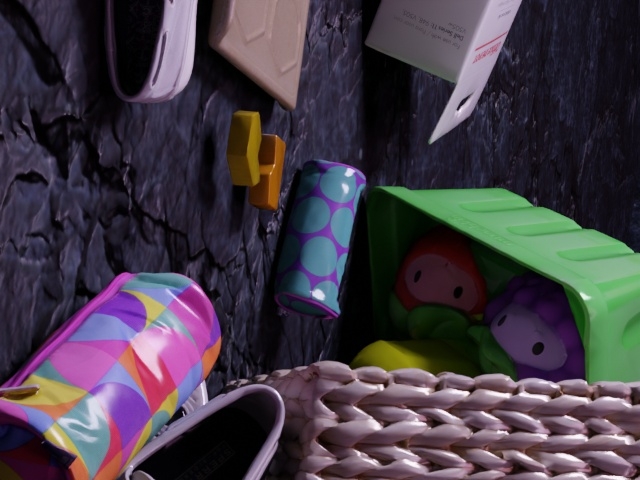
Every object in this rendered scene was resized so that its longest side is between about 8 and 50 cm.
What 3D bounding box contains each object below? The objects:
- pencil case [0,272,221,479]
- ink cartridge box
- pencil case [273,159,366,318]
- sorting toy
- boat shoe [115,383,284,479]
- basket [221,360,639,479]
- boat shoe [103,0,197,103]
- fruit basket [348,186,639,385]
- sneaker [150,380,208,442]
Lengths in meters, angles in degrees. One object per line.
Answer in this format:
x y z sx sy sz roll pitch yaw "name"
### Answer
-0.147 0.098 0.915 0.236 0.104 0.104 -48 138 -63 "pencil case"
0.161 -0.301 1.599 0.353 0.119 0.207 -69 168 21 "ink cartridge box"
0.000 0.000 1.373 0.070 0.065 0.151 40 56 -48 "pencil case"
-0.055 -0.191 1.221 0.229 0.041 0.307 37 59 -73 "sorting toy"
-0.118 0.180 0.929 0.258 0.095 0.084 -47 173 -37 "boat shoe"
0.086 0.241 1.127 0.331 0.328 0.266 153 -59 -73 "basket"
-0.121 -0.184 0.995 0.063 0.066 0.184 -34 136 -68 "boat shoe"
0.140 0.124 1.506 0.392 0.392 0.282 -53 142 -58 "fruit basket"
-0.127 0.194 1.055 0.121 0.079 0.216 101 -7 -60 "sneaker"
